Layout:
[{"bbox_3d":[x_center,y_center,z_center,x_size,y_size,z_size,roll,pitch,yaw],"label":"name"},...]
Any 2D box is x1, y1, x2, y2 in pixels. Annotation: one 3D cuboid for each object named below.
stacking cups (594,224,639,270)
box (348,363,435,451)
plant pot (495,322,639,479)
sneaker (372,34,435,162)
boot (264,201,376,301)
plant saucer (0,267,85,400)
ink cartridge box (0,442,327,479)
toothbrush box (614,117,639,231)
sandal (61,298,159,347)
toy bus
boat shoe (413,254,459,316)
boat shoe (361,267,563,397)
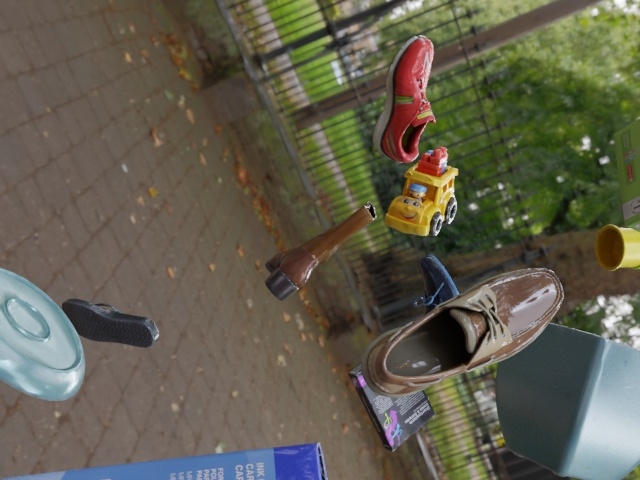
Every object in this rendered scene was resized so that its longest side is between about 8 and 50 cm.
[{"bbox_3d":[0.733,0.020,1.662,0.096,0.316,0.096,-178,-90,-71],"label":"stacking cups"},{"bbox_3d":[0.130,0.277,1.419,0.029,0.116,0.162,-10,-71,59],"label":"box"},{"bbox_3d":[0.469,0.299,1.453,0.248,0.252,0.247,20,-3,-28],"label":"plant pot"},{"bbox_3d":[0.206,-0.297,1.703,0.118,0.107,0.279,38,-53,41],"label":"sneaker"},{"bbox_3d":[0.000,0.000,1.777,0.096,0.280,0.264,48,5,1],"label":"boot"},{"bbox_3d":[-0.546,0.156,1.451,0.317,0.044,0.317,48,7,-8],"label":"plant saucer"},{"bbox_3d":[-0.120,0.350,0.860,0.270,0.396,0.151,90,-4,-52],"label":"ink cartridge box"},{"bbox_3d":[0.663,-0.148,1.362,0.283,0.122,0.206,-39,-141,51],"label":"toothbrush box"},{"bbox_3d":[-0.489,0.194,1.857,0.054,0.255,0.097,-52,152,-56],"label":"sandal"},{"bbox_3d":[0.276,-0.138,2.093,0.220,0.150,0.211,-37,140,-51],"label":"toy bus"},{"bbox_3d":[0.269,0.157,1.752,0.109,0.089,0.258,91,-24,-72],"label":"boat shoe"},{"bbox_3d":[0.215,0.133,1.136,0.123,0.324,0.116,60,-10,9],"label":"boat shoe"}]
